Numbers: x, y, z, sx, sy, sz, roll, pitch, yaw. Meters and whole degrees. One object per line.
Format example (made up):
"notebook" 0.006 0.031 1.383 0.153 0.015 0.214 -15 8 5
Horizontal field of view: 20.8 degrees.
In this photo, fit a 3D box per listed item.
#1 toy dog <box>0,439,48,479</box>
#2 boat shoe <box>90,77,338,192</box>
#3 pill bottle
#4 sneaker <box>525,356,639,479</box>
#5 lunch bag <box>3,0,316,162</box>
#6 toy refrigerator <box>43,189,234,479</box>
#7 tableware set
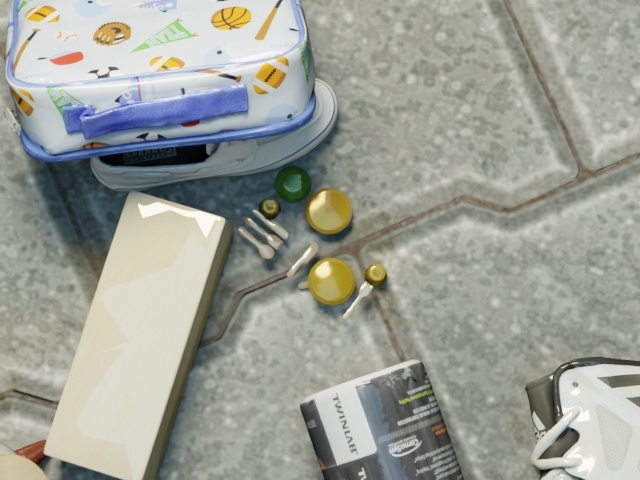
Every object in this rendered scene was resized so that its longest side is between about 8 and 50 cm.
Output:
"toy dog" -0.374 0.171 1.663 0.220 0.161 0.333 -11 118 33
"boat shoe" -0.104 -0.105 1.743 0.258 0.084 0.095 -20 85 -4
"pill bottle" 0.078 0.249 1.688 0.130 0.130 0.245 -19 84 -4
"sneaker" 0.225 0.277 1.647 0.447 0.169 0.257 -33 73 -16
"lunch bag" -0.159 -0.173 1.676 0.303 0.243 0.115 -9 128 -2
"toy refrigerator" -0.176 0.098 1.718 0.102 0.094 0.269 16 82 6
"tableware set" 0.000 0.000 1.769 0.154 0.024 0.104 38 81 4
